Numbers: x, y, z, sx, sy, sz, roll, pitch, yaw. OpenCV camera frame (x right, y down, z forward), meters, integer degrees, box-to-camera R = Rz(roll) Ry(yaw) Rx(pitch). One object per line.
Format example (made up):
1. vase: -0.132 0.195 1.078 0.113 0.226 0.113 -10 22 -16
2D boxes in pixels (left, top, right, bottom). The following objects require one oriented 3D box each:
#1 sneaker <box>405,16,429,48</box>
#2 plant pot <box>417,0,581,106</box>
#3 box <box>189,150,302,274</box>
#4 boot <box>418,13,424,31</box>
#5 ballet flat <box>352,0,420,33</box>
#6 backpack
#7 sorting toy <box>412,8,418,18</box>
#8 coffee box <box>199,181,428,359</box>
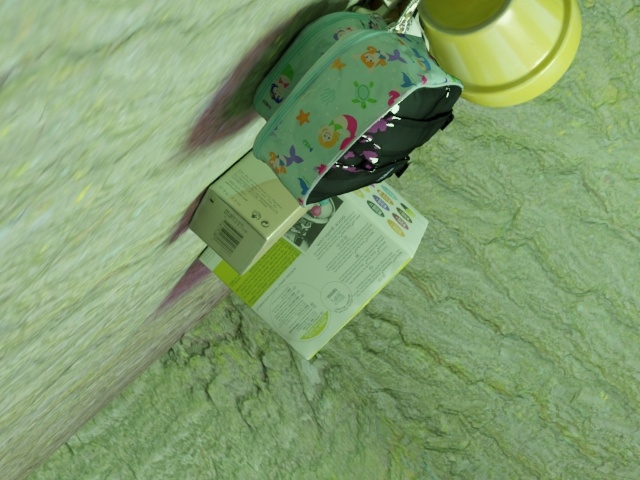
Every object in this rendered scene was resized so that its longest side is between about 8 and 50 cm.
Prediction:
1. sneaker: 0.052 -0.263 1.166 0.235 0.090 0.095 -40 153 15
2. plant pot: 0.269 -0.367 1.217 0.254 0.254 0.239 -47 154 15
3. box: -0.058 -0.102 1.245 0.311 0.121 0.148 -46 178 -33
4. boot: 0.314 -0.522 1.461 0.229 0.091 0.263 -45 176 -47
5. ballet flat: 0.089 -0.312 0.993 0.079 0.077 0.221 -12 145 -55
6. backpack: 0.033 -0.155 0.908 0.225 0.191 0.253 -45 176 29
7. sorting toy: 0.100 -0.332 1.329 0.193 0.038 0.208 -47 179 -22
8. coffee box: 0.000 0.000 1.707 0.338 0.334 0.337 -47 179 19
